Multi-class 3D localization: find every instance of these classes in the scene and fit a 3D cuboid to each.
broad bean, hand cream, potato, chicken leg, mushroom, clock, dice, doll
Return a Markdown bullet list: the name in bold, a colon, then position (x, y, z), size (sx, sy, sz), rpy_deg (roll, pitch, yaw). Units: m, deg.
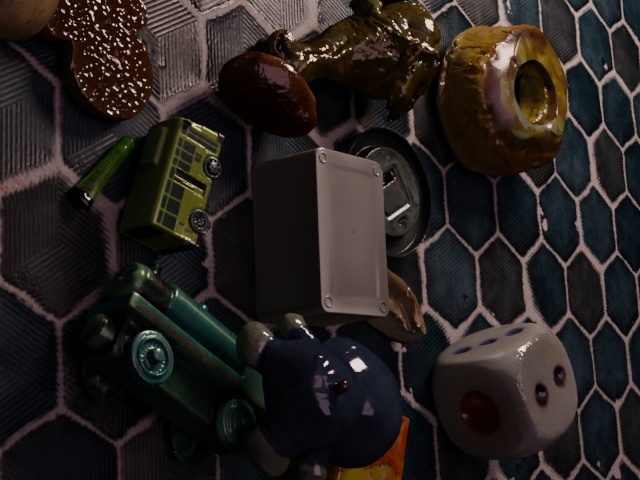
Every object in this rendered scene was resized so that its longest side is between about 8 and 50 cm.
- **broad bean**: position (-0.078, -0.217, 1.509), size (0.165, 0.114, 0.084), rpy_deg (43, 10, -34)
- **hand cream**: position (-0.284, -0.091, 1.322), size (0.036, 0.023, 0.122), rpy_deg (39, 53, -10)
- **potato**: position (-0.372, -0.297, 1.213), size (0.112, 0.112, 0.147), rpy_deg (56, 52, -23)
- **chicken leg**: position (0.066, -0.289, 1.673), size (0.361, 0.140, 0.211), rpy_deg (-32, 84, -36)
- **mushroom**: position (0.106, 0.095, 1.663), size (0.210, 0.072, 0.094), rpy_deg (41, 49, -48)
- **clock**: position (0.104, -0.079, 1.721), size (0.226, 0.049, 0.226), rpy_deg (11, 74, -45)
- **dice**: position (0.323, 0.263, 1.772), size (0.191, 0.193, 0.194), rpy_deg (-24, 98, -46)
- **doll**: position (0.009, 0.210, 1.347), size (0.258, 0.154, 0.228), rpy_deg (26, 52, -61)

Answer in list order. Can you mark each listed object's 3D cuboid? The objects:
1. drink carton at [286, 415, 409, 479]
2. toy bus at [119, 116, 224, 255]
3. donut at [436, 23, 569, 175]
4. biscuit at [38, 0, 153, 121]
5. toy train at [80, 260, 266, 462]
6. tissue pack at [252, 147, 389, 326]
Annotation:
- **drink carton**: position (0.024, 0.415, 1.478), size (0.154, 0.111, 0.351), rpy_deg (28, 63, -39)
- **toy bus**: position (-0.199, -0.077, 1.363), size (0.101, 0.088, 0.175), rpy_deg (30, 62, -38)
- **donut**: position (0.370, -0.272, 1.970), size (0.330, 0.159, 0.330), rpy_deg (2, 88, -49)
- **biscuit**: position (-0.296, -0.273, 1.339), size (0.180, 0.039, 0.236), rpy_deg (-21, 97, -50)
- **toy train**: position (-0.176, 0.156, 1.321), size (0.298, 0.120, 0.194), rpy_deg (44, 45, -32)
- **tissue pack**: position (0.001, 0.000, 1.526), size (0.159, 0.136, 0.246), rpy_deg (10, 74, -45)
